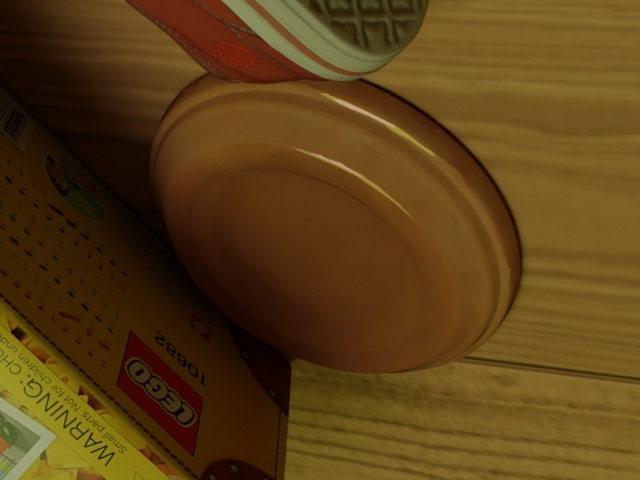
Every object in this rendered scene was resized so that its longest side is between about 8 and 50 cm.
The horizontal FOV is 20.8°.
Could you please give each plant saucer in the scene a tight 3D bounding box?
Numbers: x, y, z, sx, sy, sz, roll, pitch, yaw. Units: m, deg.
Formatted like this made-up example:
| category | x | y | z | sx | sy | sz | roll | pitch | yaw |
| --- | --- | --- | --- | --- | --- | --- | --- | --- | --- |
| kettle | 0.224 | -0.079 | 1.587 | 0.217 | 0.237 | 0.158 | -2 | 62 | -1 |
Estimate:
| category | x | y | z | sx | sy | sz | roll | pitch | yaw |
| --- | --- | --- | --- | --- | --- | --- | --- | --- | --- |
| plant saucer | 0.000 | 0.000 | 0.868 | 0.200 | 0.037 | 0.200 | 17 | 139 | 16 |

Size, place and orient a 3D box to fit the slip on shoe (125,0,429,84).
| category | x | y | z | sx | sy | sz | roll | pitch | yaw |
| --- | --- | --- | --- | --- | --- | --- | --- | --- | --- |
| slip on shoe | -0.098 | -0.178 | 0.678 | 0.331 | 0.123 | 0.101 | 43 | 144 | -23 |

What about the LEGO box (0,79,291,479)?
| category | x | y | z | sx | sy | sz | roll | pitch | yaw |
| --- | --- | --- | --- | --- | --- | --- | --- | --- | --- |
| LEGO box | -0.316 | 0.053 | 0.882 | 0.372 | 0.193 | 0.500 | -39 | 109 | 18 |
